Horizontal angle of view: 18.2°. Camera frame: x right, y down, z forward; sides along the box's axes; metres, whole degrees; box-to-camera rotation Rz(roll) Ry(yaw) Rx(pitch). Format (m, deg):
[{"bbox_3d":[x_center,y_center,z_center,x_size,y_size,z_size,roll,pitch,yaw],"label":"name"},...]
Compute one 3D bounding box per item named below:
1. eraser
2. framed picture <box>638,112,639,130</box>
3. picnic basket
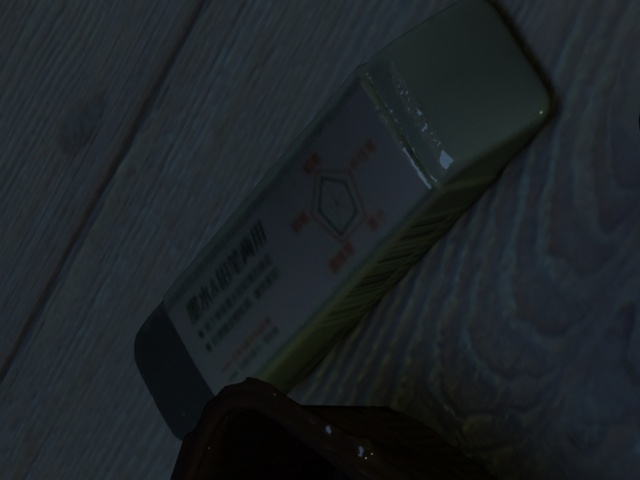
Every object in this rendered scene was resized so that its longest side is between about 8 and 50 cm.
[{"bbox_3d":[0.000,0.000,1.142,0.352,0.061,0.089,-47,67,42],"label":"eraser"},{"bbox_3d":[0.278,0.093,0.906,0.265,0.016,0.347,-5,97,46],"label":"framed picture"},{"bbox_3d":[0.050,0.205,1.090,0.297,0.129,0.222,35,122,35],"label":"picnic basket"}]
